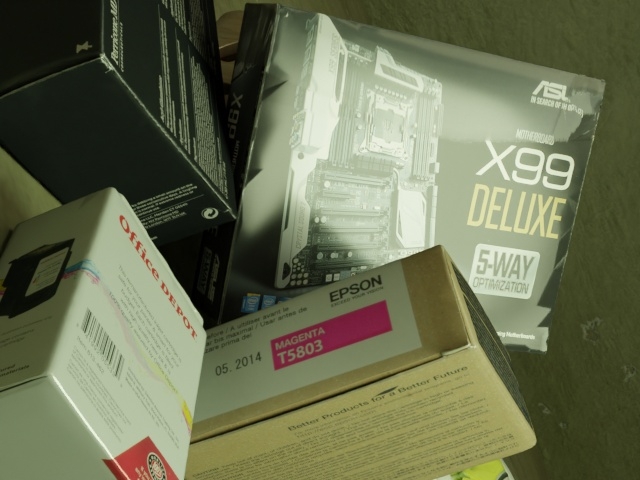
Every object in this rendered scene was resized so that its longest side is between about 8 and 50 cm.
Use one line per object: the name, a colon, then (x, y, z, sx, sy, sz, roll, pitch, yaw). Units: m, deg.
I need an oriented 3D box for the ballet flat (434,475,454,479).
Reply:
ballet flat: (0.127, 0.351, 1.046, 0.139, 0.139, 0.400, 42, 28, -63)

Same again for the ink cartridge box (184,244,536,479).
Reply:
ink cartridge box: (0.018, 0.117, 0.770, 0.193, 0.235, 0.088, 54, 20, -52)

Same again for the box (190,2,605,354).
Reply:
box: (0.068, -0.042, 0.863, 0.076, 0.308, 0.242, 27, -73, 63)

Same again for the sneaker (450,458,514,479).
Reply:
sneaker: (0.166, 0.350, 1.232, 0.147, 0.145, 0.384, 57, 17, -46)

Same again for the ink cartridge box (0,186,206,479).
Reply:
ink cartridge box: (-0.129, 0.073, 0.593, 0.175, 0.072, 0.127, -89, 155, -57)

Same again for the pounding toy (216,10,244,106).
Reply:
pounding toy: (-0.052, -0.145, 0.912, 0.154, 0.270, 0.154, 106, 1, -47)

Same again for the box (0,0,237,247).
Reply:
box: (-0.152, -0.148, 0.767, 0.184, 0.103, 0.261, 57, 18, -51)
